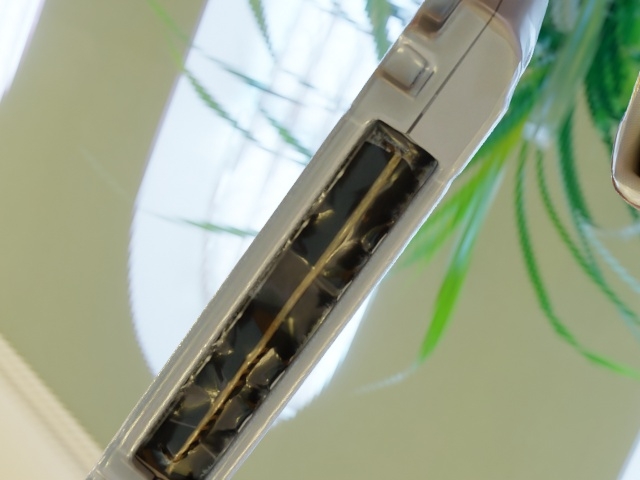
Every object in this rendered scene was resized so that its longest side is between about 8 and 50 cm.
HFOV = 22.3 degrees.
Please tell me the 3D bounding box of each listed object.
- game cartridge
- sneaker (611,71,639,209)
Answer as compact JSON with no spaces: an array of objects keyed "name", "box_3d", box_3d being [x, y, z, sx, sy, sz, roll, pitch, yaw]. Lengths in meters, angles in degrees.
[{"name":"game cartridge","box_3d":[0.000,0.000,0.720,0.060,0.294,0.196,34,-158,-5]},{"name":"sneaker","box_3d":[0.193,-0.092,0.729,0.069,0.185,0.084,30,-168,20]}]
